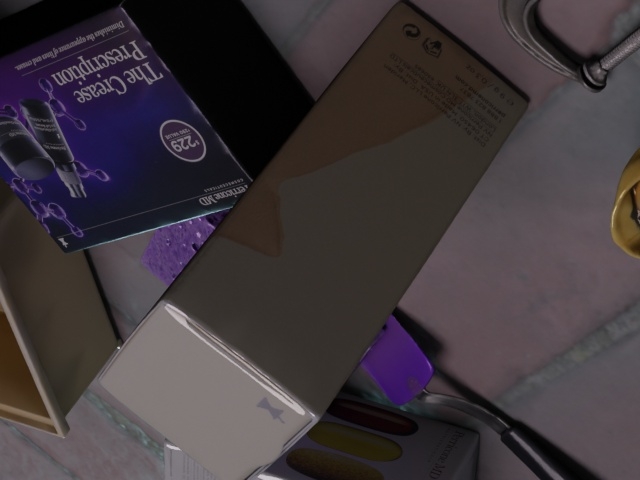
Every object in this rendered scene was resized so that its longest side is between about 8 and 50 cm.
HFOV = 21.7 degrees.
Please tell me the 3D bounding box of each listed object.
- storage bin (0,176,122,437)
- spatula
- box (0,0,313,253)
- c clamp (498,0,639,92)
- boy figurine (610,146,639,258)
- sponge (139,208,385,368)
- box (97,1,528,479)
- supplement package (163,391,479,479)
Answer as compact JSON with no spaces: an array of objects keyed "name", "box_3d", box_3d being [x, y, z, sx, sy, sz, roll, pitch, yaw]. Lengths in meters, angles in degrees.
[{"name":"storage bin","box_3d":[-0.349,0.026,1.574,0.260,0.123,0.262,12,138,27]},{"name":"spatula","box_3d":[0.136,0.152,1.408,0.296,0.030,0.084,36,143,0]},{"name":"box","box_3d":[-0.154,-0.105,1.302,0.261,0.103,0.184,-14,123,46]},{"name":"c clamp","box_3d":[0.190,-0.142,1.055,0.137,0.022,0.161,44,142,-11]},{"name":"boy figurine","box_3d":[0.289,-0.061,1.011,0.285,0.092,0.177,-17,122,43]},{"name":"sponge","box_3d":[-0.054,0.048,1.432,0.210,0.031,0.117,39,142,5]},{"name":"box","box_3d":[0.000,0.000,1.116,0.121,0.311,0.148,39,143,-3]},{"name":"supplement package","box_3d":[0.001,0.222,1.472,0.244,0.139,0.134,15,125,19]}]
